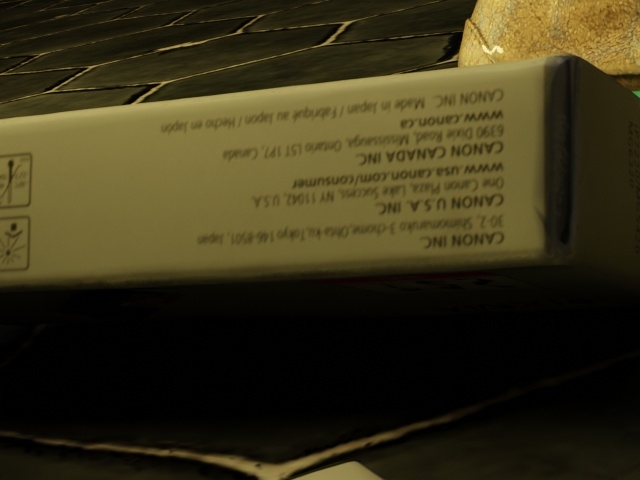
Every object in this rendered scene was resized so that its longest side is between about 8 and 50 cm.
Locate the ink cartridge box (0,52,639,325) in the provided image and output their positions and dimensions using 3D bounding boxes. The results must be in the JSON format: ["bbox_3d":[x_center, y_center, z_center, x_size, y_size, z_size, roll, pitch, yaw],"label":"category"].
[{"bbox_3d":[0.000,0.000,0.561,0.275,0.060,0.239,-3,-10,29],"label":"ink cartridge box"}]

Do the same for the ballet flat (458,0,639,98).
[{"bbox_3d":[0.182,-0.077,0.511,0.316,0.106,0.107,10,-6,36],"label":"ballet flat"}]

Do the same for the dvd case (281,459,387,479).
[{"bbox_3d":[-0.024,0.101,0.236,0.180,0.022,0.253,-16,14,-19],"label":"dvd case"}]
